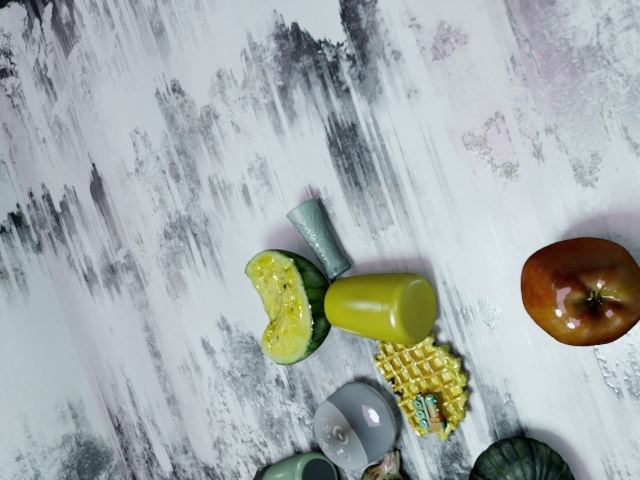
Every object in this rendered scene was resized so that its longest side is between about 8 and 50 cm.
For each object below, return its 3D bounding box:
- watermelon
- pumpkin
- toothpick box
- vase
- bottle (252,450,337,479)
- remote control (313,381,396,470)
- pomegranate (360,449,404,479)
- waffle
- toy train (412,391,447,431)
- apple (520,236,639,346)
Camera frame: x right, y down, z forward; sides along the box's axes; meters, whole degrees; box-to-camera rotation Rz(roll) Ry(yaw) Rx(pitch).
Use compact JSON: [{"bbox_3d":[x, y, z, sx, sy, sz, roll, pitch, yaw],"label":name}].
[{"bbox_3d":[-0.066,0.173,1.691,0.331,0.190,0.330,13,109,43],"label":"watermelon"},{"bbox_3d":[0.456,0.570,1.352,0.250,0.216,0.249,2,100,9],"label":"pumpkin"},{"bbox_3d":[0.141,0.167,1.511,0.272,0.175,0.174,-2,103,46],"label":"toothpick box"},{"bbox_3d":[0.000,0.000,1.640,0.096,0.096,0.219,-36,82,43],"label":"vase"},{"bbox_3d":[-0.099,0.799,1.959,0.347,0.169,0.168,-35,80,48],"label":"bottle"},{"bbox_3d":[0.095,0.542,1.729,0.221,0.104,0.332,53,131,16],"label":"remote control"},{"bbox_3d":[0.178,0.681,1.685,0.138,0.126,0.163,17,115,52],"label":"pomegranate"},{"bbox_3d":[0.259,0.365,1.546,0.283,0.065,0.309,21,115,33],"label":"waffle"},{"bbox_3d":[0.273,0.427,1.486,0.064,0.044,0.103,-13,99,38],"label":"toy train"},{"bbox_3d":[0.500,0.098,1.125,0.234,0.234,0.233,16,114,38],"label":"apple"}]
